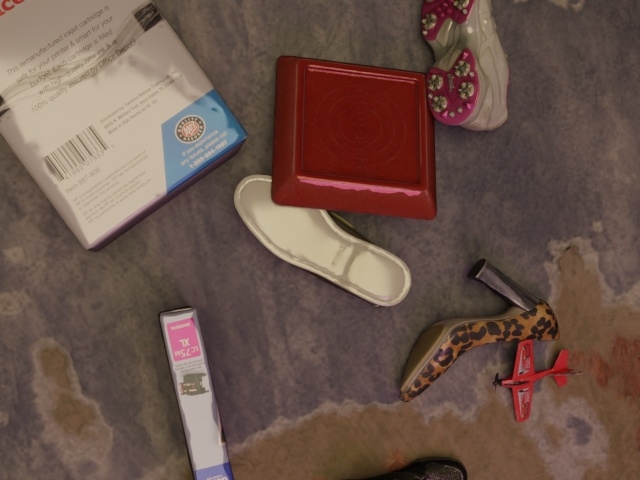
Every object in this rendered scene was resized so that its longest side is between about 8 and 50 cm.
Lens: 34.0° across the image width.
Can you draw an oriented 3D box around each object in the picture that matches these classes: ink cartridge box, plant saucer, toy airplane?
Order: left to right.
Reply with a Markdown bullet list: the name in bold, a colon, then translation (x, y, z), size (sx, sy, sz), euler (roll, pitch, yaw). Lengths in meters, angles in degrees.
- **ink cartridge box**: translation (-0.338, -0.223, 1.547), size (0.285, 0.166, 0.395), euler (-36, 93, -8)
- **ink cartridge box**: translation (-0.179, 0.252, 1.534), size (0.065, 0.186, 0.311), euler (-10, 89, -10)
- **plant saucer**: translation (0.059, -0.169, 1.610), size (0.259, 0.048, 0.258), euler (6, 68, -11)
- **toy airplane**: translation (0.344, 0.214, 1.670), size (0.151, 0.028, 0.151), euler (-5, 113, -12)

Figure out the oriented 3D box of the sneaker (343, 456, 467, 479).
- **sneaker**: translation (0.126, 0.392, 1.597), size (0.227, 0.130, 0.087), euler (-8, 90, -10)

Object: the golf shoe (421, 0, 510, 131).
- **golf shoe**: translation (0.238, -0.313, 1.669), size (0.140, 0.115, 0.306), euler (18, 69, -43)

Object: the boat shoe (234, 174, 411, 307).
- **boat shoe**: translation (-0.002, 0.004, 1.618), size (0.305, 0.091, 0.109), euler (33, 84, -4)

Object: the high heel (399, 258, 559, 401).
- **high heel**: translation (0.255, 0.183, 1.649), size (0.186, 0.093, 0.261), euler (37, 87, -14)
